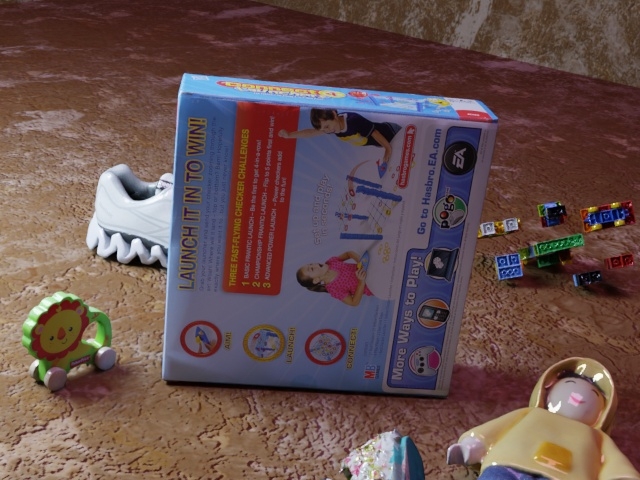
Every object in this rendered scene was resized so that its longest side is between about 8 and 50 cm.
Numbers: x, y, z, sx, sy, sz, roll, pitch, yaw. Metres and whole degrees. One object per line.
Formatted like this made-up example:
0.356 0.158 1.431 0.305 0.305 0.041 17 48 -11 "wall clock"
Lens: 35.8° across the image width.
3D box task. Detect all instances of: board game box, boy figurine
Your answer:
0.000 0.000 1.008 0.302 0.308 0.086 5 22 -6 "board game box"
0.210 0.199 0.879 0.177 0.092 0.285 15 27 26 "boy figurine"

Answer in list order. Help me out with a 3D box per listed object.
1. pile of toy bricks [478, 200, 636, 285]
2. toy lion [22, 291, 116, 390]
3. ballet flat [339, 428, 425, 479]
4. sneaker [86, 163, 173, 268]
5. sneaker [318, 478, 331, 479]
0.322 0.009 1.367 0.212 0.118 0.105 -10 -5 2 "pile of toy bricks"
-0.250 0.094 0.987 0.034 0.096 0.100 24 28 34 "toy lion"
0.048 0.238 0.778 0.077 0.091 0.241 -22 16 10 "ballet flat"
-0.156 -0.018 1.252 0.292 0.118 0.110 12 22 9 "sneaker"
-0.008 0.226 0.827 0.035 0.031 0.083 8 23 3 "sneaker"
